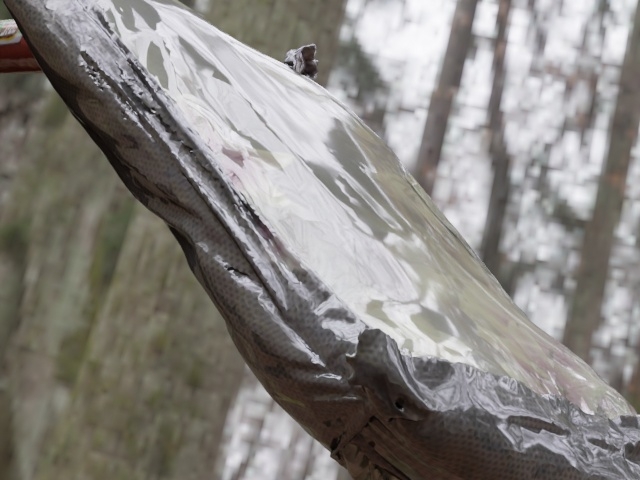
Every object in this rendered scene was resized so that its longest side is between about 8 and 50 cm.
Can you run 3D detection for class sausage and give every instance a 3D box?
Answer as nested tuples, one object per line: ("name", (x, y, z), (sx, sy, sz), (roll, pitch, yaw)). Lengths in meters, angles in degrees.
("sausage", (-0.165, -0.103, 0.997), (0.029, 0.029, 0.223), (33, -14, -31))

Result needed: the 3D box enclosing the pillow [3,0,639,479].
("pillow", (0.000, 0.000, 0.591), (0.169, 0.255, 0.059), (13, -62, -47))
